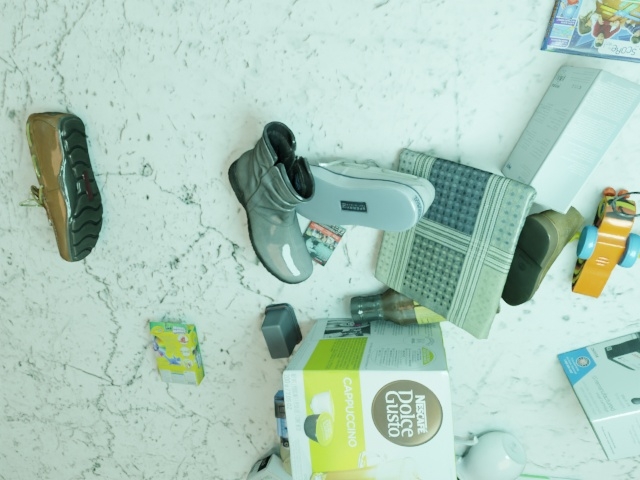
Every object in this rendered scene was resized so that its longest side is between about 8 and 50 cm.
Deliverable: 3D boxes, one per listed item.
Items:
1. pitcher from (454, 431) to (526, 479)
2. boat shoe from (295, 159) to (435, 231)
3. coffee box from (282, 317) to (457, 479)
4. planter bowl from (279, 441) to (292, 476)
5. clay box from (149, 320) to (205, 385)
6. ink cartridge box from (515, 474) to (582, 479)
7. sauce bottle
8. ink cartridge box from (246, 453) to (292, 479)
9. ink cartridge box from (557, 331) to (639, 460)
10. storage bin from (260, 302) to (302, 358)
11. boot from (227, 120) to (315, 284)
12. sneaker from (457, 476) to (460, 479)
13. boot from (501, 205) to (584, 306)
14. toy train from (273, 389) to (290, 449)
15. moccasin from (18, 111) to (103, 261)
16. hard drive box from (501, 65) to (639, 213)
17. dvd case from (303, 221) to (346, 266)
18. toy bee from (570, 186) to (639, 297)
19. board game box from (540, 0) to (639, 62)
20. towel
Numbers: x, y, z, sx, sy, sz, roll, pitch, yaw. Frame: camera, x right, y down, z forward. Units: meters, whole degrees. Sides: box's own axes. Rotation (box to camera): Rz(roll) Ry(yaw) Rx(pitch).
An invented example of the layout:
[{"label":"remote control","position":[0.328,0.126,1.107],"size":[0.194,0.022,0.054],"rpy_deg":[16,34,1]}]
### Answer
[{"label":"pitcher","position":[0.450,0.606,1.181],"size":[0.178,0.125,0.207],"rpy_deg":[41,127,9]},{"label":"boat shoe","position":[0.079,-0.121,0.925],"size":[0.367,0.156,0.135],"rpy_deg":[11,124,39]},{"label":"coffee box","position":[0.131,0.391,0.980],"size":[0.335,0.338,0.337],"rpy_deg":[-4,96,13]},{"label":"planter bowl","position":[-0.056,0.664,1.306],"size":[0.162,0.109,0.161],"rpy_deg":[4,114,9]},{"label":"clay box","position":[-0.432,0.331,1.267],"size":[0.128,0.053,0.221],"rpy_deg":[3,113,11]},{"label":"ink cartridge box","position":[0.665,0.836,1.231],"size":[0.199,0.114,0.272],"rpy_deg":[-1,113,13]},{"label":"sauce bottle","position":[0.244,0.146,1.017],"size":[0.345,0.111,0.111],"rpy_deg":[-9,111,17]},{"label":"ink cartridge box","position":[-0.054,0.847,1.388],"size":[0.371,0.069,0.175],"rpy_deg":[37,132,-4]},{"label":"ink cartridge box","position":[0.739,0.322,0.930],"size":[0.308,0.223,0.129],"rpy_deg":[-25,106,20]},{"label":"storage bin","position":[-0.118,0.254,1.148],"size":[0.098,0.091,0.135],"rpy_deg":[-9,110,15]},{"label":"boot","position":[-0.079,-0.063,0.906],"size":[0.223,0.118,0.338],"rpy_deg":[-20,101,56]},{"label":"sneaker","position":[0.272,0.776,1.236],"size":[0.483,0.202,0.185],"rpy_deg":[15,116,5]},{"label":"boot","position":[0.460,0.042,0.895],"size":[0.115,0.112,0.305],"rpy_deg":[-23,147,-14]},{"label":"toy train","position":[-0.091,0.522,1.234],"size":[0.080,0.105,0.184],"rpy_deg":[-3,89,13]},{"label":"moccasin","position":[-0.662,-0.128,1.064],"size":[0.147,0.139,0.379],"rpy_deg":[3,114,11]},{"label":"hard drive box","position":[0.455,-0.193,0.785],"size":[0.089,0.181,0.232],"rpy_deg":[23,117,0]},{"label":"dvd case","position":[0.000,0.000,1.055],"size":[0.087,0.013,0.119],"rpy_deg":[29,115,-2]},{"label":"toy bee","position":[0.605,-0.021,0.859],"size":[0.195,0.162,0.298],"rpy_deg":[28,145,5]},{"label":"board game box","position":[0.528,-0.403,0.758],"size":[0.201,0.035,0.136],"rpy_deg":[12,115,6]},{"label":"towel","position":[0.259,-0.001,0.880],"size":[0.312,0.056,0.324],"rpy_deg":[30,118,43]}]
